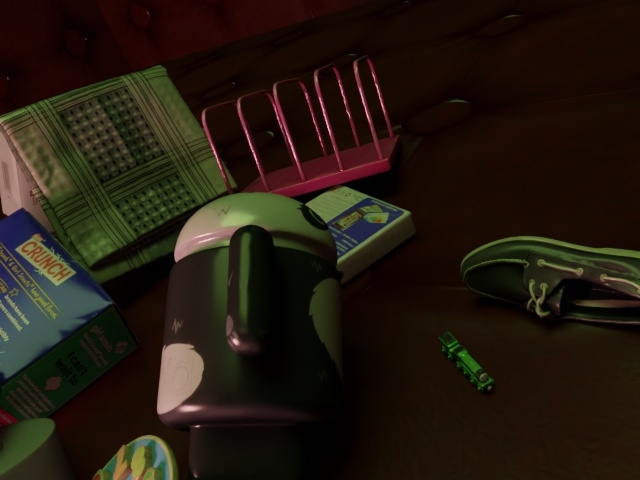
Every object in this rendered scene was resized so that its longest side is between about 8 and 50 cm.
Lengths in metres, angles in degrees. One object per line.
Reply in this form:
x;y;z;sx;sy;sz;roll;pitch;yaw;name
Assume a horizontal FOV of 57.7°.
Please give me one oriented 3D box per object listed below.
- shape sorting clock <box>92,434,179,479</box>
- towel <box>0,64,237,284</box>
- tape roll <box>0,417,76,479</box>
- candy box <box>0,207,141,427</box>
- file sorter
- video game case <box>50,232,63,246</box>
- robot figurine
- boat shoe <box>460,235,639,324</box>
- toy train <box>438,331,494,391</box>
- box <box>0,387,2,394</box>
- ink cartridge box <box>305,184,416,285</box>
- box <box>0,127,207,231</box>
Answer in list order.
-0.186;0.267;0.491;0.206;0.040;0.206;-33;38;31;shape sorting clock
-0.321;-0.119;0.989;0.312;0.324;0.056;-31;4;-34;towel
-0.366;0.265;0.582;0.219;0.072;0.219;-19;6;2;tape roll
-0.464;0.139;0.799;0.268;0.122;0.317;36;63;30;candy box
-0.029;-0.194;1.021;0.290;0.182;0.202;-14;17;18;file sorter
-0.521;0.108;0.978;0.244;0.061;0.269;-34;46;-19;video game case
-0.060;0.090;0.559;0.209;0.173;0.278;-25;56;43;robot figurine
0.235;0.044;0.584;0.206;0.075;0.065;3;35;31;boat shoe
0.144;0.119;0.578;0.017;0.024;0.083;-28;29;-8;toy train
-0.402;0.192;0.609;0.105;0.043;0.179;-20;23;-16;box
0.000;0.000;0.858;0.208;0.045;0.206;-31;29;-17;ink cartridge box
-0.418;-0.134;1.129;0.345;0.169;0.215;-11;18;-35;box
